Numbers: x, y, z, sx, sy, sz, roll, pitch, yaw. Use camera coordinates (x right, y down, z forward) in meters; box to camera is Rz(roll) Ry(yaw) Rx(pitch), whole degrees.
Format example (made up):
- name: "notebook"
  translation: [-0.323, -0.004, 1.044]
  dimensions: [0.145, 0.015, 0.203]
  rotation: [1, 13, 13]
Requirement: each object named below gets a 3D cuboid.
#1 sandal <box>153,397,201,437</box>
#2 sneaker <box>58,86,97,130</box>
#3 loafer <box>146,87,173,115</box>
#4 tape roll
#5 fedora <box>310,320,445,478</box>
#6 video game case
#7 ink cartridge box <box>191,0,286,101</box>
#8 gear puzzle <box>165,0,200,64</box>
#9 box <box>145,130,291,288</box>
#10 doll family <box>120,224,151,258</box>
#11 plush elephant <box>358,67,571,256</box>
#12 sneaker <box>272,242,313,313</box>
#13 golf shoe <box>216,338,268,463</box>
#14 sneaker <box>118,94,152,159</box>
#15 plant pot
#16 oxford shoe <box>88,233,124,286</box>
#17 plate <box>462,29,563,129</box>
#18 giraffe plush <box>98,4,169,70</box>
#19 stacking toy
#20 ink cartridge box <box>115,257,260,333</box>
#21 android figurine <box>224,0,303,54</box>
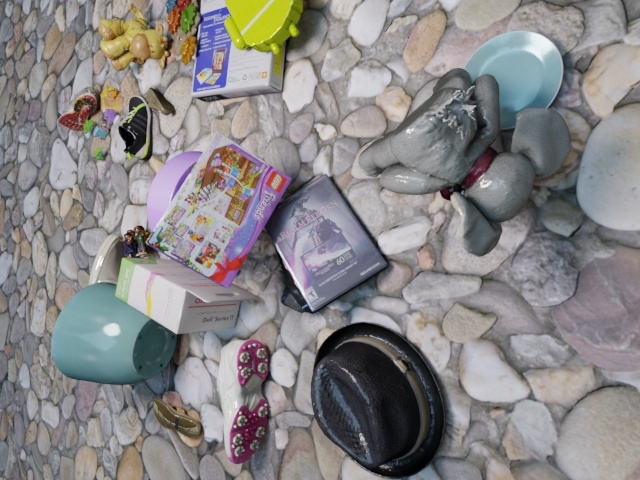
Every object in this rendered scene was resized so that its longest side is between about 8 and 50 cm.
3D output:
- name: "sandal"
  translation: [-0.422, 0.524, 1.324]
  dimensions: [0.180, 0.049, 0.072]
  rotation: [17, 103, 19]
- name: "sneaker"
  translation: [-0.918, -0.500, 1.706]
  dimensions: [0.225, 0.088, 0.093]
  rotation: [-26, 53, 30]
- name: "loafer"
  translation: [-0.522, -0.440, 1.442]
  dimensions: [0.050, 0.056, 0.148]
  rotation: [-54, 51, 20]
- name: "tape roll"
  translation: [-0.294, -0.084, 1.130]
  dimensions: [0.090, 0.274, 0.275]
  rotation: [15, 96, 33]
- name: "fedora"
  translation: [0.084, 0.340, 0.924]
  dimensions: [0.333, 0.152, 0.334]
  rotation: [-2, 86, 34]
- name: "video game case"
  translation: [0.000, 0.000, 1.028]
  dimensions: [0.196, 0.026, 0.274]
  rotation: [-32, 69, 0]
- name: "ink cartridge box"
  translation: [-0.225, -0.557, 1.241]
  dimensions: [0.303, 0.072, 0.308]
  rotation: [6, 88, 35]
- name: "gear puzzle"
  translation: [-0.426, -0.664, 1.350]
  dimensions: [0.175, 0.044, 0.339]
  rotation: [-35, 60, 41]
- name: "box"
  translation: [-0.223, -0.067, 1.003]
  dimensions: [0.293, 0.200, 0.057]
  rotation: [-61, 14, -12]
- name: "doll family"
  translation: [-0.605, 0.005, 1.459]
  dimensions: [0.192, 0.076, 0.112]
  rotation: [-17, 83, 35]
- name: "plush elephant"
  translation: [0.258, -0.135, 0.775]
  dimensions: [0.272, 0.330, 0.255]
  rotation: [-43, 101, 6]
- name: "sneaker"
  translation: [-0.076, 0.088, 1.090]
  dimensions: [0.217, 0.079, 0.121]
  rotation: [48, 112, 26]
- name: "golf shoe"
  translation: [-0.212, 0.408, 1.159]
  dimensions: [0.140, 0.115, 0.307]
  rotation: [-3, 79, 44]
- name: "sneaker"
  translation: [-0.616, -0.380, 1.473]
  dimensions: [0.084, 0.097, 0.235]
  rotation: [-18, 77, 32]
- name: "plant pot"
  translation: [-0.569, 0.282, 1.302]
  dimensions: [0.235, 0.293, 0.293]
  rotation: [6, 91, 21]
- name: "oxford shoe"
  translation: [-0.692, 0.205, 1.479]
  dimensions: [0.130, 0.169, 0.450]
  rotation: [7, 83, 0]
- name: "plate"
  translation: [0.360, -0.303, 0.852]
  dimensions: [0.188, 0.024, 0.188]
  rotation: [-2, 87, 34]
- name: "giraffe plush"
  translation: [-0.580, -0.638, 1.449]
  dimensions: [0.170, 0.181, 0.210]
  rotation: [32, 70, 21]
- name: "stacking toy"
  translation: [-0.779, -0.420, 1.619]
  dimensions: [0.221, 0.052, 0.167]
  rotation: [-44, 63, 26]
- name: "ink cartridge box"
  translation: [-0.358, 0.153, 1.200]
  dimensions: [0.353, 0.207, 0.119]
  rotation: [18, 96, 34]
- name: "android figurine"
  translation: [-0.140, -0.587, 1.112]
  dimensions: [0.248, 0.056, 0.273]
  rotation: [-38, 70, 24]
